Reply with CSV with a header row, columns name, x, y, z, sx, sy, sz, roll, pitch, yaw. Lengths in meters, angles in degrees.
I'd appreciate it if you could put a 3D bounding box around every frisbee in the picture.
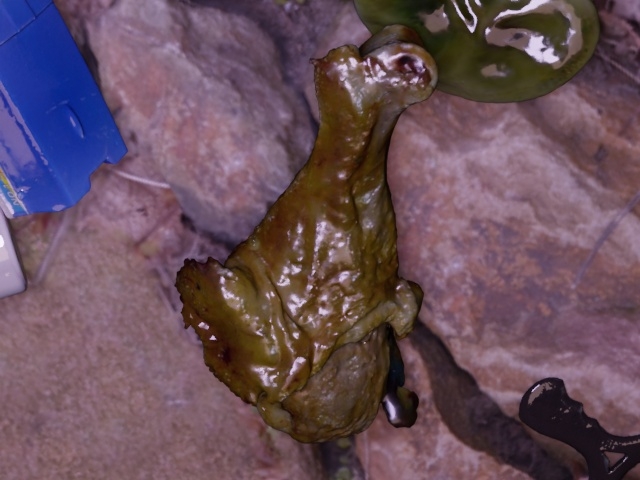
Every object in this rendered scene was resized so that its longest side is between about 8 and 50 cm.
name,x,y,z,sx,sy,sz,roll,pitch,yaw
frisbee,0.287,0.196,1.623,0.187,0.012,0.211,-23,114,3

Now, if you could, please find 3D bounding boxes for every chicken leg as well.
name,x,y,z,sx,sy,sz,roll,pitch,yaw
chicken leg,-0.014,0.005,1.426,0.211,0.140,0.361,-14,119,-24

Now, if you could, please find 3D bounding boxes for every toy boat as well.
name,x,y,z,sx,sy,sz,roll,pitch,yaw
toy boat,-0.261,-0.167,1.328,0.088,0.129,0.295,-9,118,34

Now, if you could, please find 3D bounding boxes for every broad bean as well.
name,x,y,z,sx,sy,sz,roll,pitch,yaw
broad bean,0.121,-0.189,1.401,0.206,0.072,0.153,23,108,-4

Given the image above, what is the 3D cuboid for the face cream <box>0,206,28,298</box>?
name,x,y,z,sx,sy,sz,roll,pitch,yaw
face cream,-0.397,0.045,1.402,0.311,0.092,0.092,-18,116,-7
